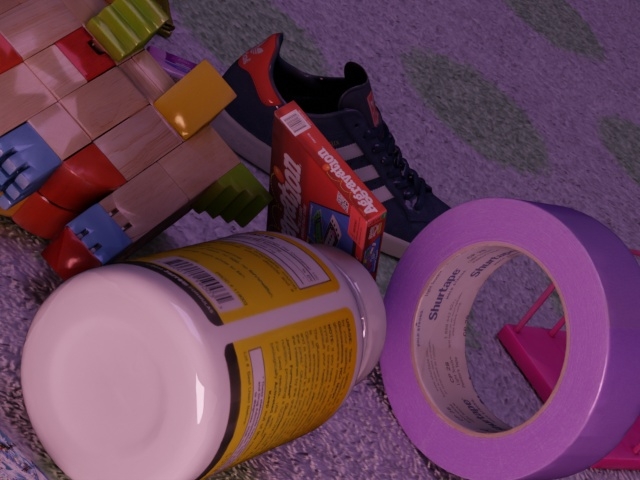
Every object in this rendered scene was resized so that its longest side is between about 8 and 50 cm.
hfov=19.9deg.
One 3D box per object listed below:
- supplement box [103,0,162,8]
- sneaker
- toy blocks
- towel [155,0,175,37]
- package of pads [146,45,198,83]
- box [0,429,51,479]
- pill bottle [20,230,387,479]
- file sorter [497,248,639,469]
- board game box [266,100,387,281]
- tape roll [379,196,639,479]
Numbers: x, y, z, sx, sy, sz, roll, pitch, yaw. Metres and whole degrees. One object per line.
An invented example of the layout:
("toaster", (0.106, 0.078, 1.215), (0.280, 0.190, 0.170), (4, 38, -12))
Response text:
("supplement box", (-0.267, -0.231, 1.953), (0.078, 0.080, 0.233), (41, 28, 10))
("sneaker", (0.045, -0.108, 2.077), (0.350, 0.148, 0.131), (31, 27, -16))
("toy blocks", (-0.257, -0.107, 1.682), (0.381, 0.191, 0.261), (49, 39, 0))
("towel", (-0.277, -0.319, 2.148), (0.237, 0.021, 0.102), (25, 29, -26))
("package of pads", (-0.164, -0.186, 2.052), (0.083, 0.032, 0.050), (21, 30, -11))
("box", (-0.274, 0.160, 1.362), (0.137, 0.027, 0.094), (43, 24, 10))
("pill bottle", (-0.082, 0.093, 1.538), (0.188, 0.188, 0.334), (47, 26, 16))
("file sorter", (0.396, 0.131, 2.106), (0.290, 0.182, 0.202), (9, 38, -46))
("board game box", (0.000, 0.000, 1.748), (0.027, 0.281, 0.145), (-30, 65, -19))
("tape roll", (0.189, 0.097, 1.781), (0.090, 0.275, 0.275), (7, 40, -47))
